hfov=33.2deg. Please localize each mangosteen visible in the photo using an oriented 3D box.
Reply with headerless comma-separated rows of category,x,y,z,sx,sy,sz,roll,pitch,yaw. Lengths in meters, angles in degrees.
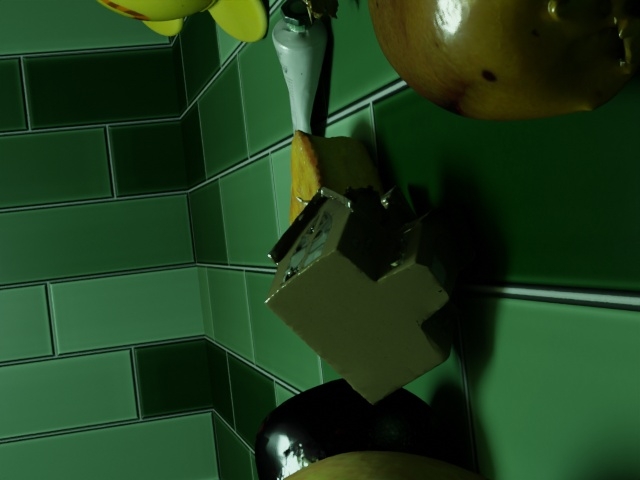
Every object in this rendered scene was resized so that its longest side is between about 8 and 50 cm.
mangosteen,0.050,0.260,1.141,0.243,0.243,0.243,173,90,-77

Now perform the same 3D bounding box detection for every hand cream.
hand cream,-0.026,-0.201,1.554,0.336,0.076,0.121,89,172,-49

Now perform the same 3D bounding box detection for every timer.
timer,-0.269,-0.520,1.878,0.387,0.376,0.376,63,180,-34

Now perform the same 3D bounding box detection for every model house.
model house,0.075,0.002,1.100,0.176,0.181,0.248,-34,23,31

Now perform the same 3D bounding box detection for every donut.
donut,0.011,-0.017,1.348,0.253,0.118,0.253,171,90,-75

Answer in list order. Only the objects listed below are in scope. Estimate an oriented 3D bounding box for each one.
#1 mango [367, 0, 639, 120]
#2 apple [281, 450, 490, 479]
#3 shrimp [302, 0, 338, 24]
mango,0.122,-0.176,0.732,0.287,0.153,0.201,-134,28,-72
apple,0.060,0.353,0.791,0.346,0.391,0.391,122,142,-48
shrimp,-0.001,-0.390,1.339,0.150,0.068,0.248,142,125,-68
